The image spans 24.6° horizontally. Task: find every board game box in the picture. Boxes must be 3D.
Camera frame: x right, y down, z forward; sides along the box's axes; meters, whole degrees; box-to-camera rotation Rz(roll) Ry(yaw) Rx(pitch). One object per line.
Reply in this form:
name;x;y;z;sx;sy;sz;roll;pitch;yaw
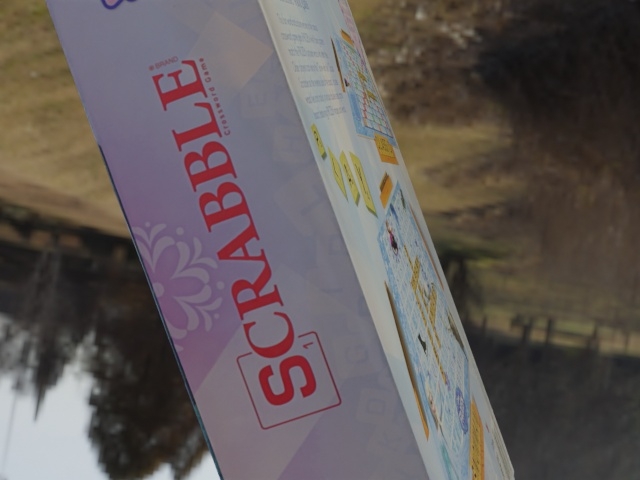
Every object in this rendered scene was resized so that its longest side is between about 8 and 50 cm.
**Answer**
board game box;0.000;0.000;0.588;0.066;0.317;0.319;-19;-177;8
